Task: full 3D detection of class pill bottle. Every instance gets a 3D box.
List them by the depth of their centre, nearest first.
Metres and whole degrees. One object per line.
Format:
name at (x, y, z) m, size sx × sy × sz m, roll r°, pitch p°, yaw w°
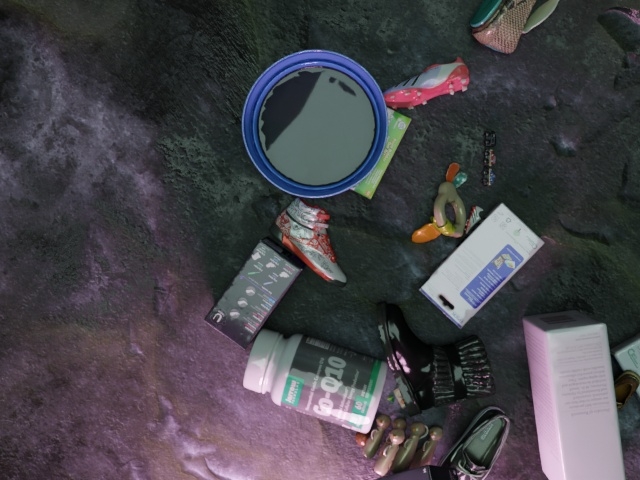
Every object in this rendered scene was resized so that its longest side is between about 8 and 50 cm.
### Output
pill bottle at (-0.013, 0.374, 1.839) m, size 0.360 × 0.204 × 0.204 m, roll 16°, pitch 94°, yaw 6°

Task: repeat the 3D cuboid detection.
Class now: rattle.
rattle at (0.332, -0.102, 1.884) m, size 0.130 × 0.142 × 0.200 m, roll 4°, pitch 76°, yaw -27°

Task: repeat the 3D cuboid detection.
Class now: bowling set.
bowling set at (0.190, 0.536, 1.859) m, size 0.199 × 0.287 × 0.154 m, roll 26°, pitch 88°, yaw 35°

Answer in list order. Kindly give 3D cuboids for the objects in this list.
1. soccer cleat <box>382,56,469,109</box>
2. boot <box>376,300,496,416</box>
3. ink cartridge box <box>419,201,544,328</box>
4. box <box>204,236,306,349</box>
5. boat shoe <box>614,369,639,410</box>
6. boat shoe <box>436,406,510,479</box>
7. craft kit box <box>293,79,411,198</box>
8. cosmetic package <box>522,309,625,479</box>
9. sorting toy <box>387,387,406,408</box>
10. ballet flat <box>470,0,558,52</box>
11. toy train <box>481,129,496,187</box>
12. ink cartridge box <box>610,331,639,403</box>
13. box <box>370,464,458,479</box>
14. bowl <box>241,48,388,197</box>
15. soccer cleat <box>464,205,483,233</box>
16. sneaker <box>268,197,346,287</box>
soccer cleat at (0.285, -0.431, 1.853) m, size 0.247 × 0.083 × 0.095 m, roll -14°, pitch 63°, yaw 9°
boot at (0.314, 0.297, 1.856) m, size 0.260 × 0.131 × 0.348 m, roll -20°, pitch 98°, yaw 8°
ink cartridge box at (0.441, 0.068, 1.870) m, size 0.165 × 0.065 × 0.333 m, roll 44°, pitch 93°, yaw 0°
box at (-0.176, 0.140, 1.858) m, size 0.143 × 0.165 × 0.270 m, roll 35°, pitch 94°, yaw 1°
boat shoe at (0.802, 0.430, 1.841) m, size 0.064 × 0.060 × 0.178 m, roll 37°, pitch 124°, yaw 18°
boat shoe at (0.405, 0.603, 1.846) m, size 0.121 × 0.119 × 0.335 m, roll 30°, pitch 82°, yaw 7°
craft kit box at (0.088, -0.280, 1.877) m, size 0.246 × 0.061 × 0.250 m, roll 28°, pitch 95°, yaw 4°
cosmetic package at (0.670, 0.431, 1.794) m, size 0.161 × 0.230 × 0.454 m, roll -8°, pitch 93°, yaw 3°
sorting toy at (0.234, 0.449, 1.928) m, size 0.083 × 0.012 × 0.062 m, roll -28°, pitch 92°, yaw 4°
ballet flat at (0.585, -0.720, 1.790) m, size 0.182 × 0.164 × 0.483 m, roll 26°, pitch 101°, yaw -20°
toy train at (0.469, -0.226, 1.871) m, size 0.036 × 0.027 × 0.158 m, roll 2°, pitch 93°, yaw -8°
ink cartridge box at (1.022, 0.362, 1.849) m, size 0.330 × 0.071 × 0.324 m, roll -31°, pitch 89°, yaw 4°
box at (0.215, 0.670, 1.766) m, size 0.261 × 0.184 × 0.103 m, roll -25°, pitch 57°, yaw 25°
bowl at (-0.012, -0.310, 1.817) m, size 0.390 × 0.077 × 0.392 m, roll 0°, pitch 93°, yaw 4°
soccer cleat at (0.427, -0.056, 1.881) m, size 0.035 × 0.029 × 0.083 m, roll 20°, pitch 90°, yaw 6°
sneaker at (-0.001, 0.000, 1.878) m, size 0.270 × 0.090 × 0.145 m, roll 40°, pitch 97°, yaw 3°
